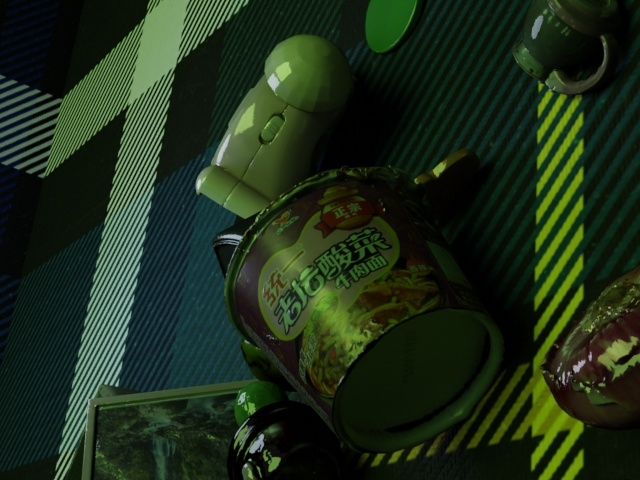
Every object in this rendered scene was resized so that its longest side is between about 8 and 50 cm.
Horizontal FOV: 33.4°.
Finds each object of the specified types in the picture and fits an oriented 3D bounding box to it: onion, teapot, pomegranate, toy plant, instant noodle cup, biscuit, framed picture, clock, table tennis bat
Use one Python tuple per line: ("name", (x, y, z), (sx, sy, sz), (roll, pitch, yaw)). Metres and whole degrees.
("onion", (0.348, 0.122, 1.108), (0.230, 0.163, 0.230), (-38, -1, -1))
("teapot", (0.336, -0.273, 1.439), (0.116, 0.148, 0.146), (-47, -5, -44))
("pomegranate", (-0.060, 0.175, 1.747), (0.220, 0.156, 0.156), (153, 132, -70))
("toy plant", (-0.063, 0.332, 1.629), (0.235, 0.176, 0.218), (-152, 54, -64))
("instant noodle cup", (0.070, 0.103, 1.425), (0.339, 0.340, 0.266), (-58, 40, 19))
("biscuit", (0.171, -0.080, 1.557), (0.140, 0.118, 0.023), (-51, 59, 25))
("framed picture", (-0.256, 0.365, 1.853), (0.020, 0.324, 0.240), (75, -169, -55))
("clock", (-0.060, -0.192, 1.848), (0.325, 0.184, 0.342), (-62, 4, 4))
("table tennis bat", (0.128, -0.453, 1.940), (0.160, 0.039, 0.257), (-40, 46, 42))

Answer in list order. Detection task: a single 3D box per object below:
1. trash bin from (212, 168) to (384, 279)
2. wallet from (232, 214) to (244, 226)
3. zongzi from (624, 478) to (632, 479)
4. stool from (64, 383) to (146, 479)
("trash bin", (0.000, 0.000, 1.657), (0.209, 0.290, 0.182), (7, 120, 59))
("wallet", (-0.111, -0.007, 2.059), (0.244, 0.025, 0.124), (4, 75, 59))
("zongzi", (0.289, 0.335, 1.152), (0.187, 0.084, 0.184), (-61, 20, 0))
("stool", (-0.362, 0.448, 2.049), (0.244, 0.170, 0.269), (28, 97, 61))
